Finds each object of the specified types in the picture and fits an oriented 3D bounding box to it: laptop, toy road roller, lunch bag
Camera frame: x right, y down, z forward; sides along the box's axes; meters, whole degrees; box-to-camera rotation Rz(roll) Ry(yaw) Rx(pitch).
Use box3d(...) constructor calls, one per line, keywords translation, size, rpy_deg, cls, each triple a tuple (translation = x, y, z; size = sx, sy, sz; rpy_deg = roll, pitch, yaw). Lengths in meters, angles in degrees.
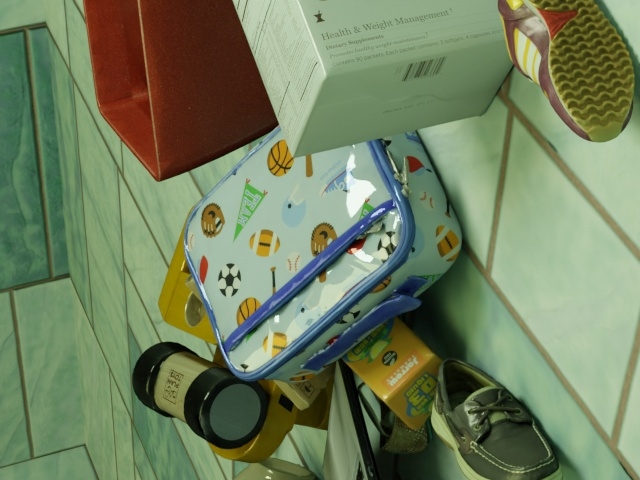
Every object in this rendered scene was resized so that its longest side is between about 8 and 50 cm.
box3d(translation=(-0.043, 0.407, 1.769), size=(0.382, 0.236, 0.408), rpy_deg=(96, 162, -62), cls="laptop")
box3d(translation=(-0.070, 0.117, 1.945), size=(0.202, 0.240, 0.330), rpy_deg=(16, 90, 56), cls="toy road roller")
box3d(translation=(0.000, 0.000, 1.589), size=(0.303, 0.115, 0.243), rpy_deg=(-42, 55, 31), cls="lunch bag")

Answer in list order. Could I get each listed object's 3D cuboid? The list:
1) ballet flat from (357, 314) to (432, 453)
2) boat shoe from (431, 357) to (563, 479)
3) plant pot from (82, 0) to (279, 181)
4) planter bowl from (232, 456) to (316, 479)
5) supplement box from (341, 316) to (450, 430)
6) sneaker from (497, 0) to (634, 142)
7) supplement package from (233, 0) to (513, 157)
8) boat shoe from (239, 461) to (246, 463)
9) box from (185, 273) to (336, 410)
box3d(translation=(0.070, 0.143, 1.734), size=(0.073, 0.067, 0.206), rpy_deg=(141, 114, -71), cls="ballet flat")
box3d(translation=(0.159, 0.175, 1.475), size=(0.223, 0.080, 0.073), rpy_deg=(-139, 34, -67), cls="boat shoe")
box3d(translation=(-0.127, -0.253, 1.768), size=(0.267, 0.235, 0.267), rpy_deg=(-134, 36, -58), cls="plant pot")
box3d(translation=(-0.066, 0.373, 2.195), size=(0.162, 0.162, 0.109), rpy_deg=(-157, 81, -68), cls="planter bowl")
box3d(translation=(0.049, 0.100, 1.657), size=(0.233, 0.078, 0.080), rpy_deg=(43, 177, 42), cls="supplement box")
box3d(translation=(0.190, -0.142, 1.196), size=(0.084, 0.069, 0.186), rpy_deg=(91, 165, -60), cls="sneaker")
box3d(translation=(0.043, -0.211, 1.359), size=(0.149, 0.194, 0.203), rpy_deg=(117, 136, -62), cls="supplement package")
box3d(translation=(-0.105, 0.253, 2.302), size=(0.076, 0.083, 0.226), rpy_deg=(-130, 32, -55), cls="boat shoe")
box3d(translation=(-0.044, 0.069, 1.765), size=(0.201, 0.164, 0.021), rpy_deg=(49, 137, -12), cls="box")
